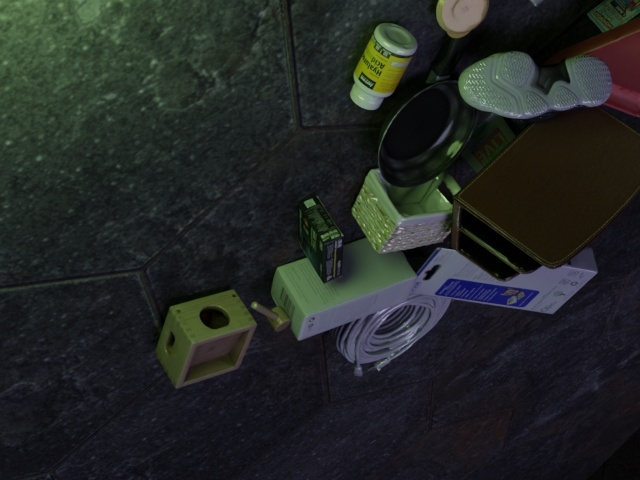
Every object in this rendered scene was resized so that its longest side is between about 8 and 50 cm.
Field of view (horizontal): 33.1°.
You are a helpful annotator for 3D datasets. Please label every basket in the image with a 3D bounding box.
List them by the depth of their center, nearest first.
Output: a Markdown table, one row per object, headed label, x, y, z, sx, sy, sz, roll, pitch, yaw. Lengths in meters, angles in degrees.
| label | x | y | z | sx | sy | sz | roll | pitch | yaw |
| --- | --- | --- | --- | --- | --- | --- | --- | --- | --- |
| basket | 0.149 | -0.055 | 1.817 | 0.167 | 0.113 | 0.103 | -9 | 147 | -36 |

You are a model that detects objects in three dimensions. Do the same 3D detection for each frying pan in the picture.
| label | x | y | z | sx | sy | sz | roll | pitch | yaw |
| --- | --- | --- | --- | --- | --- | --- | --- | --- | --- |
| frying pan | 0.156 | -0.213 | 1.648 | 0.197 | 0.053 | 0.326 | -31 | 141 | -16 |

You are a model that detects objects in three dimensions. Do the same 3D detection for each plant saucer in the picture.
| label | x | y | z | sx | sy | sz | roll | pitch | yaw |
| --- | --- | --- | --- | --- | --- | --- | --- | --- | --- |
| plant saucer | 0.523 | -0.282 | 1.739 | 0.259 | 0.047 | 0.258 | 15 | 164 | -27 |

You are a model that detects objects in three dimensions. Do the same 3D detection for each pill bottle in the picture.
| label | x | y | z | sx | sy | sz | roll | pitch | yaw |
| --- | --- | --- | --- | --- | --- | --- | --- | --- | --- |
| pill bottle | 0.085 | -0.243 | 1.521 | 0.065 | 0.065 | 0.116 | -9 | 142 | -35 |

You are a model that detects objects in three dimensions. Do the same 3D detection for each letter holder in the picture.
| label | x | y | z | sx | sy | sz | roll | pitch | yaw |
| --- | --- | --- | --- | --- | --- | --- | --- | --- | --- |
| letter holder | 0.392 | -0.066 | 1.769 | 0.302 | 0.214 | 0.152 | -43 | 154 | -20 |

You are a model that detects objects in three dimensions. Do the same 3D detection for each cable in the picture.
| label | x | y | z | sx | sy | sz | roll | pitch | yaw |
| --- | --- | --- | --- | --- | --- | --- | --- | --- | --- |
| cable | 0.138 | 0.139 | 2.116 | 0.257 | 0.089 | 0.257 | -32 | 150 | -4 |

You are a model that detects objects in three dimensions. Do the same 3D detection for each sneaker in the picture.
| label | x | y | z | sx | sy | sz | roll | pitch | yaw |
| --- | --- | --- | --- | --- | --- | --- | --- | --- | --- |
| sneaker | 0.308 | -0.228 | 1.677 | 0.268 | 0.101 | 0.153 | -6 | 176 | -25 |

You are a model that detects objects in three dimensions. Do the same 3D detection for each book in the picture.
| label | x | y | z | sx | sy | sz | roll | pitch | yaw |
| --- | --- | --- | --- | --- | --- | --- | --- | --- | --- |
| book | 0.283 | -0.172 | 1.858 | 0.096 | 0.035 | 0.144 | -42 | 148 | 8 |

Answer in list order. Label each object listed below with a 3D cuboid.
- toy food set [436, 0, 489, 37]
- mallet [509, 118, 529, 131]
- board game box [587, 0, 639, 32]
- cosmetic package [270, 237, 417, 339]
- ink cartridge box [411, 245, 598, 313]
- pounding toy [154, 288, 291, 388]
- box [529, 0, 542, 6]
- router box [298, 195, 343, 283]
| label | x | y | z | sx | sy | sz | roll | pitch | yaw |
| --- | --- | --- | --- | --- | --- | --- | --- | --- | --- |
| toy food set | 0.202 | -0.330 | 1.524 | 0.082 | 0.020 | 0.083 | -42 | 128 | 12 |
| mallet | 0.381 | -0.237 | 1.856 | 0.190 | 0.062 | 0.039 | -25 | 155 | -44 |
| board game box | 0.533 | -0.370 | 1.772 | 0.194 | 0.060 | 0.194 | -29 | 151 | -4 |
| cosmetic package | 0.041 | 0.078 | 1.904 | 0.231 | 0.117 | 0.085 | -16 | 147 | -24 |
| ink cartridge box | 0.324 | 0.054 | 1.982 | 0.333 | 0.065 | 0.165 | 8 | 145 | -21 |
| pounding toy | -0.157 | 0.135 | 1.820 | 0.206 | 0.094 | 0.181 | -15 | 145 | -35 |
| box | 0.340 | -0.450 | 1.470 | 0.231 | 0.056 | 0.183 | -40 | 149 | 12 |
| router box | 0.000 | 0.000 | 1.771 | 0.038 | 0.092 | 0.122 | -24 | 149 | -16 |
